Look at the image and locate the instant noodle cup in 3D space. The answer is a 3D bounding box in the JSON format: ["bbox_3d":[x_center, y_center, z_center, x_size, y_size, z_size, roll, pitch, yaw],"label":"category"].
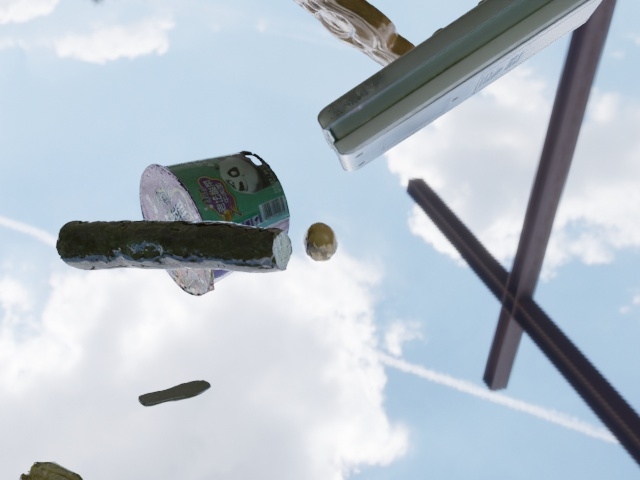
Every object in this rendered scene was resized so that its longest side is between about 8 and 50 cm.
[{"bbox_3d":[-0.185,-0.047,1.398,0.190,0.251,0.251,-23,-138,-33],"label":"instant noodle cup"}]

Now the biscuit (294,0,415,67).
[{"bbox_3d":[0.022,-0.253,0.854,0.236,0.040,0.144,37,-174,-20],"label":"biscuit"}]

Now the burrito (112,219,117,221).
[{"bbox_3d":[-0.432,-0.009,1.691,0.045,0.058,0.188,-15,-161,-25],"label":"burrito"}]

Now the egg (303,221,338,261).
[{"bbox_3d":[0.000,0.000,1.536,0.071,0.083,0.071,-1,-137,1],"label":"egg"}]

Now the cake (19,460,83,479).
[{"bbox_3d":[-0.412,0.429,1.299,0.185,0.116,0.079,22,-109,-7],"label":"cake"}]

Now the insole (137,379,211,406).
[{"bbox_3d":[-0.327,0.347,1.747,0.063,0.010,0.192,23,-160,40],"label":"insole"}]

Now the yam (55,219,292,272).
[{"bbox_3d":[-0.162,0.006,0.832,0.274,0.061,0.061,1,-149,24],"label":"yam"}]

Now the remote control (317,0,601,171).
[{"bbox_3d":[0.125,-0.161,0.687,0.277,0.055,0.103,-33,175,2],"label":"remote control"}]
